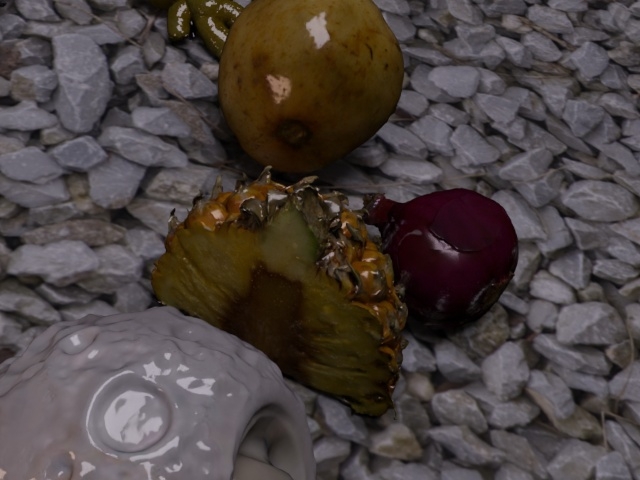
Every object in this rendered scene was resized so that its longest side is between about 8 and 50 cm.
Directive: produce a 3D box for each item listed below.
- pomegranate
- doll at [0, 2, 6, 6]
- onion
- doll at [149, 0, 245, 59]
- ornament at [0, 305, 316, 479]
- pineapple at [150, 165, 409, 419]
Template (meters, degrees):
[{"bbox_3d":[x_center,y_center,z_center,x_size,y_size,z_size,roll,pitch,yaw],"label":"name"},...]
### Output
[{"bbox_3d":[-0.017,-0.223,1.579,0.261,0.260,0.260,8,46,-8],"label":"pomegranate"},{"bbox_3d":[-0.581,-0.371,1.650,0.208,0.144,0.271,40,45,10],"label":"doll"},{"bbox_3d":[0.141,-0.004,1.478,0.218,0.139,0.195,42,47,21],"label":"onion"},{"bbox_3d":[-0.180,-0.353,1.793,0.137,0.097,0.209,-38,79,-5],"label":"doll"},{"bbox_3d":[-0.171,0.227,1.060,0.337,0.337,0.337,8,46,-8],"label":"ornament"},{"bbox_3d":[0.001,-0.002,1.349,0.344,0.286,0.209,28,46,11],"label":"pineapple"}]
